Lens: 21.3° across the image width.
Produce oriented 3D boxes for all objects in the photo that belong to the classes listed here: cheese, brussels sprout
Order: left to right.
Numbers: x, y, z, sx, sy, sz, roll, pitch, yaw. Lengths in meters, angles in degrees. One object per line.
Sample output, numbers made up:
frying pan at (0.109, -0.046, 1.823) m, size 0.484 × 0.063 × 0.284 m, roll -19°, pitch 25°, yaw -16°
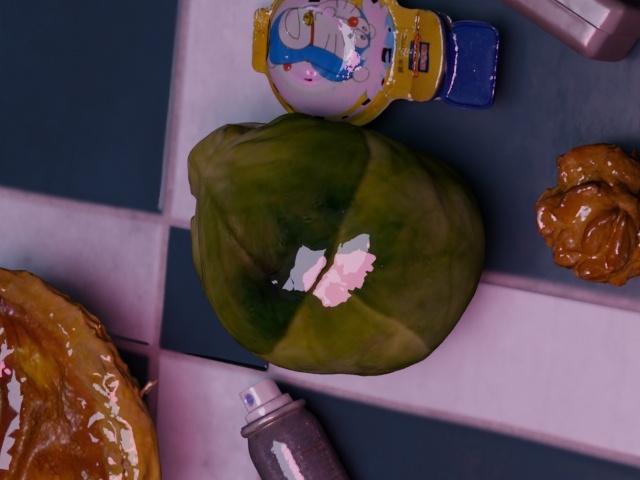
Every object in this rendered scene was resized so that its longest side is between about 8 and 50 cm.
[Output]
brussels sprout at (0.000, 0.000, 1.457) m, size 0.271 × 0.210 × 0.219 m, roll 38°, pitch 108°, yaw 36°
cheese at (0.042, -0.166, 1.484) m, size 0.250 × 0.064 × 0.156 m, roll 9°, pitch 102°, yaw 30°

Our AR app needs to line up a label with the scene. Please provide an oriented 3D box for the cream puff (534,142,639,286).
cream puff at (0.233, -0.023, 1.381) m, size 0.116 × 0.122 × 0.094 m, roll 27°, pitch 123°, yaw -19°

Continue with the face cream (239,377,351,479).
face cream at (0.007, 0.256, 1.551) m, size 0.073 × 0.073 × 0.283 m, roll -33°, pitch 81°, yaw 28°

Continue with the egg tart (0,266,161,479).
egg tart at (-0.275, 0.200, 1.651) m, size 0.340 × 0.153 × 0.351 m, roll -30°, pitch 82°, yaw 27°

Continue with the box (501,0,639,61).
box at (0.152, -0.232, 1.394) m, size 0.244 × 0.103 × 0.055 m, roll 38°, pitch 110°, yaw 19°
